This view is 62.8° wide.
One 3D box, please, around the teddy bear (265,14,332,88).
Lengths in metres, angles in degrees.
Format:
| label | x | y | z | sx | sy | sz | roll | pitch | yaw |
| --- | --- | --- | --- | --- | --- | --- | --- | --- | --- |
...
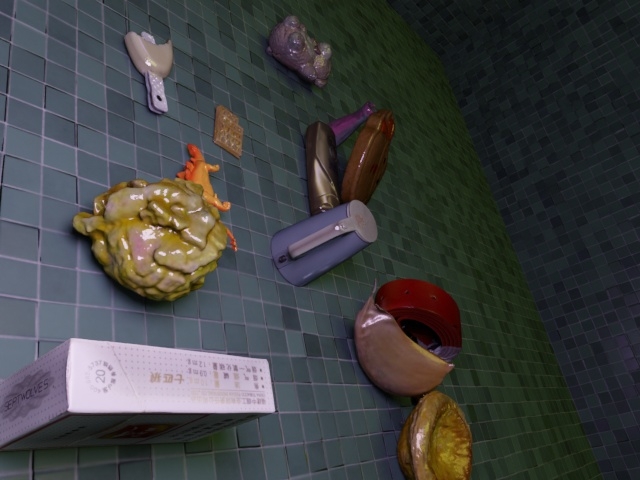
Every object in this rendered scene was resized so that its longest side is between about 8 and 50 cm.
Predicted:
| label | x | y | z | sx | sy | sz | roll | pitch | yaw |
| --- | --- | --- | --- | --- | --- | --- | --- | --- | --- |
| teddy bear | -0.058 | -0.639 | 1.802 | 0.267 | 0.151 | 0.235 | 18 | 53 | -45 |

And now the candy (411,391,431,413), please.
| label | x | y | z | sx | sy | sz | roll | pitch | yaw |
| --- | --- | --- | --- | --- | --- | --- | --- | --- | --- |
| candy | 0.302 | 0.454 | 1.556 | 0.046 | 0.053 | 0.182 | 47 | 36 | -21 |

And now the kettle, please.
| label | x | y | z | sx | sy | sz | roll | pitch | yaw |
| --- | --- | --- | --- | --- | --- | --- | --- | --- | --- |
| kettle | 0.000 | 0.000 | 1.289 | 0.211 | 0.243 | 0.159 | -7 | 72 | -56 |

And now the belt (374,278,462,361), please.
| label | x | y | z | sx | sy | sz | roll | pitch | yaw |
| --- | --- | --- | --- | --- | --- | --- | --- | --- | --- |
| belt | 0.297 | 0.246 | 1.543 | 0.324 | 0.227 | 0.115 | 40 | 39 | -29 |

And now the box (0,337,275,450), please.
| label | x | y | z | sx | sy | sz | roll | pitch | yaw |
| --- | --- | --- | --- | --- | --- | --- | --- | --- | --- |
| box | -0.258 | 0.231 | 0.761 | 0.330 | 0.210 | 0.095 | 23 | 47 | -47 |

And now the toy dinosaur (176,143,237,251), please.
| label | x | y | z | sx | sy | sz | roll | pitch | yaw |
| --- | --- | --- | --- | --- | --- | --- | --- | --- | --- |
| toy dinosaur | -0.264 | -0.098 | 1.152 | 0.117 | 0.070 | 0.288 | 0 | 61 | -44 |

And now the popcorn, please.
| label | x | y | z | sx | sy | sz | roll | pitch | yaw |
| --- | --- | --- | --- | --- | --- | --- | --- | --- | --- |
| popcorn | -0.282 | -0.014 | 0.932 | 0.259 | 0.212 | 0.259 | 45 | 31 | -37 |

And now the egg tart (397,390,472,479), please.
| label | x | y | z | sx | sy | sz | roll | pitch | yaw |
| --- | --- | --- | --- | --- | --- | --- | --- | --- | --- |
| egg tart | 0.292 | 0.553 | 1.383 | 0.319 | 0.128 | 0.318 | 25 | 58 | -48 |

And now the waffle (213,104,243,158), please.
| label | x | y | z | sx | sy | sz | roll | pitch | yaw |
| --- | --- | --- | --- | --- | --- | --- | --- | --- | --- |
| waffle | -0.240 | -0.286 | 1.379 | 0.092 | 0.021 | 0.135 | 31 | 43 | -38 |

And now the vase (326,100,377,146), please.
| label | x | y | z | sx | sy | sz | roll | pitch | yaw |
| --- | --- | --- | --- | --- | --- | --- | --- | --- | --- |
| vase | 0.091 | -0.384 | 1.750 | 0.086 | 0.214 | 0.086 | 36 | 39 | -36 |

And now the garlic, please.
| label | x | y | z | sx | sy | sz | roll | pitch | yaw |
| --- | --- | --- | --- | --- | --- | --- | --- | --- | --- |
| garlic | 0.184 | 0.271 | 1.405 | 0.338 | 0.196 | 0.151 | 48 | 19 | -8 |

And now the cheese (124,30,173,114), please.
| label | x | y | z | sx | sy | sz | roll | pitch | yaw |
| --- | --- | --- | --- | --- | --- | --- | --- | --- | --- |
| cheese | -0.387 | -0.393 | 1.219 | 0.127 | 0.050 | 0.235 | 14 | 56 | -54 |

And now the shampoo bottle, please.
| label | x | y | z | sx | sy | sz | roll | pitch | yaw |
| --- | --- | --- | --- | --- | --- | --- | --- | --- | --- |
| shampoo bottle | 0.008 | -0.210 | 1.620 | 0.125 | 0.084 | 0.350 | 38 | 38 | -43 |

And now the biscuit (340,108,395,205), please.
| label | x | y | z | sx | sy | sz | roll | pitch | yaw |
| --- | --- | --- | --- | --- | --- | --- | --- | --- | --- |
| biscuit | 0.161 | -0.249 | 1.707 | 0.074 | 0.358 | 0.381 | 23 | 13 | 17 |
